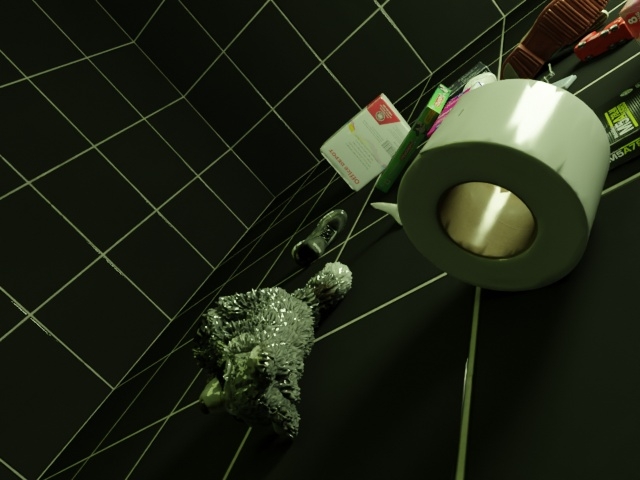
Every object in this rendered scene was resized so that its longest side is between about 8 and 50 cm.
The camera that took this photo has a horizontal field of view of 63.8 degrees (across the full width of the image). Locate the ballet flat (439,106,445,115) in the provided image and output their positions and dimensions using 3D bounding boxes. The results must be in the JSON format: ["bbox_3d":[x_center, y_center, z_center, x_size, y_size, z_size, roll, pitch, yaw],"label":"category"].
[{"bbox_3d":[0.438,-0.436,1.811,0.057,0.049,0.173,-40,13,14],"label":"ballet flat"}]

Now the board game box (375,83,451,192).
[{"bbox_3d":[0.293,-0.321,1.632,0.317,0.046,0.213,-58,0,40],"label":"board game box"}]

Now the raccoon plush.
[{"bbox_3d":[-0.052,0.162,0.977,0.446,0.216,0.299,-47,21,-24],"label":"raccoon plush"}]

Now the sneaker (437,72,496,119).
[{"bbox_3d":[0.479,-0.427,1.614,0.232,0.090,0.115,-50,18,6],"label":"sneaker"}]

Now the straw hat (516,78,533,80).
[{"bbox_3d":[0.477,-0.311,1.225,0.061,0.144,0.144,0,-24,-46],"label":"straw hat"}]

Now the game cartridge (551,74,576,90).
[{"bbox_3d":[0.574,-0.369,1.250,0.056,0.017,0.083,-42,12,-18],"label":"game cartridge"}]

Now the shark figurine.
[{"bbox_3d":[0.264,-0.163,1.286,0.278,0.116,0.166,-33,14,29],"label":"shark figurine"}]

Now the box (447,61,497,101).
[{"bbox_3d":[0.511,-0.511,1.741,0.156,0.093,0.158,-37,14,22],"label":"box"}]

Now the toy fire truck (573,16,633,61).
[{"bbox_3d":[0.717,-0.513,1.222,0.135,0.047,0.192,-46,12,-20],"label":"toy fire truck"}]

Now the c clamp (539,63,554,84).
[{"bbox_3d":[0.530,-0.361,1.304,0.160,0.022,0.137,-47,13,36],"label":"c clamp"}]

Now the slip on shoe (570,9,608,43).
[{"bbox_3d":[0.749,-0.610,1.455,0.041,0.051,0.135,-56,10,-27],"label":"slip on shoe"}]

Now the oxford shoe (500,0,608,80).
[{"bbox_3d":[0.653,-0.594,1.452,0.348,0.123,0.130,-43,5,39],"label":"oxford shoe"}]

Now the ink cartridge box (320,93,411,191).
[{"bbox_3d":[0.185,-0.372,1.963,0.306,0.226,0.131,-36,13,22],"label":"ink cartridge box"}]

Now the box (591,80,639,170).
[{"bbox_3d":[0.493,-0.190,0.825,0.184,0.045,0.190,-31,16,34],"label":"box"}]

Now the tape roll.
[{"bbox_3d":[0.251,-0.073,0.709,0.246,0.246,0.169,-27,19,51],"label":"tape roll"}]

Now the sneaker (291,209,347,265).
[{"bbox_3d":[0.000,0.000,1.629,0.234,0.078,0.106,-43,15,14],"label":"sneaker"}]

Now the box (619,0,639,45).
[{"bbox_3d":[0.666,-0.441,0.893,0.300,0.154,0.142,-50,15,-28],"label":"box"}]

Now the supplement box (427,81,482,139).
[{"bbox_3d":[0.398,-0.325,1.418,0.111,0.114,0.220,-29,19,45],"label":"supplement box"}]
